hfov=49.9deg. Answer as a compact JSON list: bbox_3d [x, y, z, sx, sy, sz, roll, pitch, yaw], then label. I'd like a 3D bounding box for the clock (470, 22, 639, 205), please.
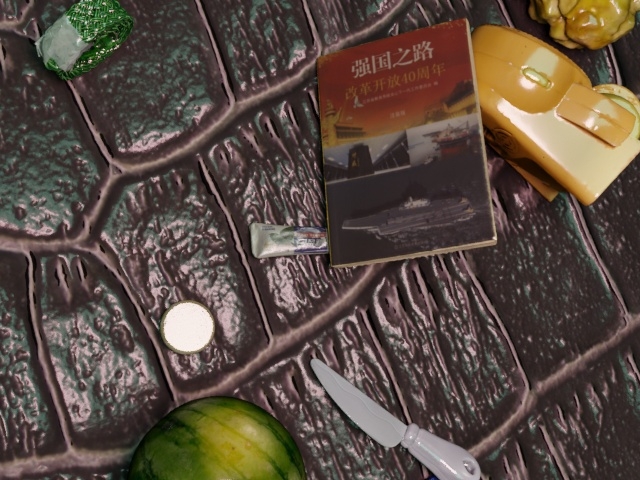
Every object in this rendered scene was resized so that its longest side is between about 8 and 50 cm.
[{"bbox_3d":[0.358,-0.222,1.157,0.317,0.244,0.200,35,92,-4],"label":"clock"}]

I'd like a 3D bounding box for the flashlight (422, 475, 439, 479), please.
[{"bbox_3d":[0.148,0.410,1.103,0.121,0.057,0.036,-16,121,-24],"label":"flashlight"}]

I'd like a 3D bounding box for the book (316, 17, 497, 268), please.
[{"bbox_3d":[0.127,-0.154,1.094,0.262,0.028,0.374,-10,74,22],"label":"book"}]

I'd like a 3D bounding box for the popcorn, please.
[{"bbox_3d":[0.497,-0.496,1.246,0.252,0.215,0.287,-22,125,-45],"label":"popcorn"}]

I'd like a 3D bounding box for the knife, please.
[{"bbox_3d":[0.113,0.300,1.095,0.331,0.044,0.080,34,37,-6],"label":"knife"}]

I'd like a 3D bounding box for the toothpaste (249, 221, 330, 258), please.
[{"bbox_3d":[0.000,0.000,1.126,0.233,0.038,0.060,0,73,-14],"label":"toothpaste"}]

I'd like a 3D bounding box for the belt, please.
[{"bbox_3d":[-0.360,-0.313,1.034,0.151,0.121,0.079,-44,96,-12],"label":"belt"}]

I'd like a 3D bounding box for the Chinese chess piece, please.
[{"bbox_3d":[-0.204,0.133,1.051,0.084,0.034,0.084,3,79,-17],"label":"Chinese chess piece"}]

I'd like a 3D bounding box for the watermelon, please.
[{"bbox_3d":[-0.139,0.334,0.931,0.242,0.242,0.243,2,81,-15],"label":"watermelon"}]
